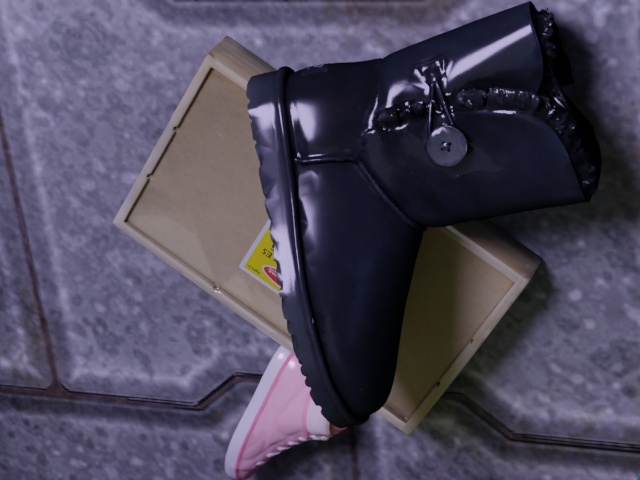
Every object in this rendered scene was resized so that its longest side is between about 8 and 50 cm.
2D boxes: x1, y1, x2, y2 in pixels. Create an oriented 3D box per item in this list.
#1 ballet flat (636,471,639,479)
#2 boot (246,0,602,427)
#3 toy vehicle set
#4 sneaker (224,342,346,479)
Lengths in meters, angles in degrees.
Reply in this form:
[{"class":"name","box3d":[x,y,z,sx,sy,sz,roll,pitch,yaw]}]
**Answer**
[{"class":"ballet flat","box3d":[0.266,0.106,1.076,0.068,0.072,0.213,7,124,-13]},{"class":"boot","box3d":[0.076,-0.013,1.052,0.207,0.094,0.246,-10,94,16]},{"class":"toy vehicle set","box3d":[0.000,0.000,1.164,0.267,0.035,0.166,36,124,1]},{"class":"sneaker","box3d":[-0.021,0.140,1.238,0.070,0.051,0.134,32,120,10]}]
